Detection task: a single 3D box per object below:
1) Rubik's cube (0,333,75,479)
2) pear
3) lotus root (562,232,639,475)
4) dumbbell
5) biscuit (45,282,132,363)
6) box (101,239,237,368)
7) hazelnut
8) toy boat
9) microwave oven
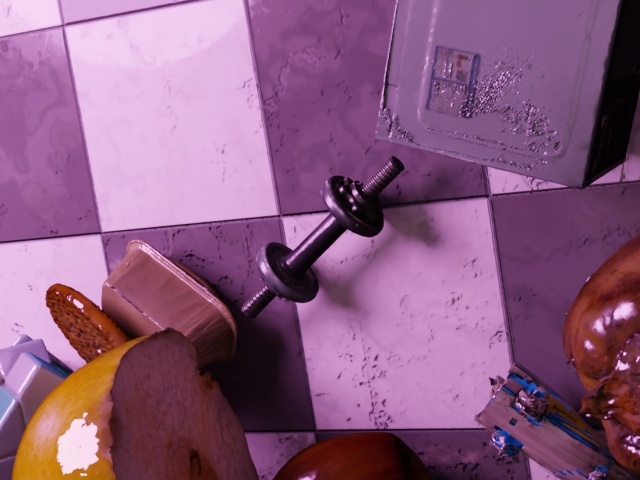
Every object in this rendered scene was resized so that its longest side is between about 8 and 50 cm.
[{"bbox_3d":[-0.349,0.233,1.607,0.224,0.265,0.213,-57,29,-6],"label":"Rubik's cube"},{"bbox_3d":[-0.193,0.294,1.396,0.191,0.386,0.340,-23,125,16],"label":"pear"},{"bbox_3d":[0.333,0.107,1.236,0.272,0.192,0.272,3,96,29],"label":"lotus root"},{"bbox_3d":[0.000,0.000,1.467,0.254,0.081,0.081,-45,79,27],"label":"dumbbell"},{"bbox_3d":[-0.251,0.122,1.599,0.188,0.027,0.188,39,156,21],"label":"biscuit"},{"bbox_3d":[-0.171,0.077,1.570,0.177,0.111,0.111,35,115,21],"label":"box"},{"bbox_3d":[0.022,0.299,1.444,0.208,0.208,0.208,6,104,27],"label":"hazelnut"},{"bbox_3d":[0.252,0.211,1.396,0.210,0.066,0.084,34,119,7],"label":"toy boat"},{"bbox_3d":[0.196,-0.222,1.258,0.237,0.181,0.295,16,108,22],"label":"microwave oven"}]
